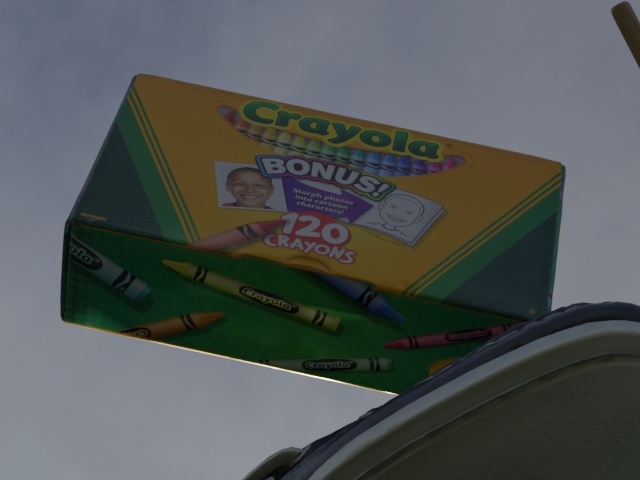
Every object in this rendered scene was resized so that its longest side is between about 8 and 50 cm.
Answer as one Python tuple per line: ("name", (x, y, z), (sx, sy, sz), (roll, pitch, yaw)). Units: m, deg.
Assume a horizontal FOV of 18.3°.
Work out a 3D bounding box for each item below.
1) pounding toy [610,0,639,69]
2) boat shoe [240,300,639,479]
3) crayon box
("pounding toy", (0.210, -0.036, 0.993), (0.100, 0.130, 0.141), (-10, -40, 7))
("boat shoe", (0.017, 0.108, 0.709), (0.114, 0.091, 0.302), (38, -62, -22))
("crayon box", (0.000, 0.000, 1.192), (0.278, 0.165, 0.081), (12, -53, 3))
